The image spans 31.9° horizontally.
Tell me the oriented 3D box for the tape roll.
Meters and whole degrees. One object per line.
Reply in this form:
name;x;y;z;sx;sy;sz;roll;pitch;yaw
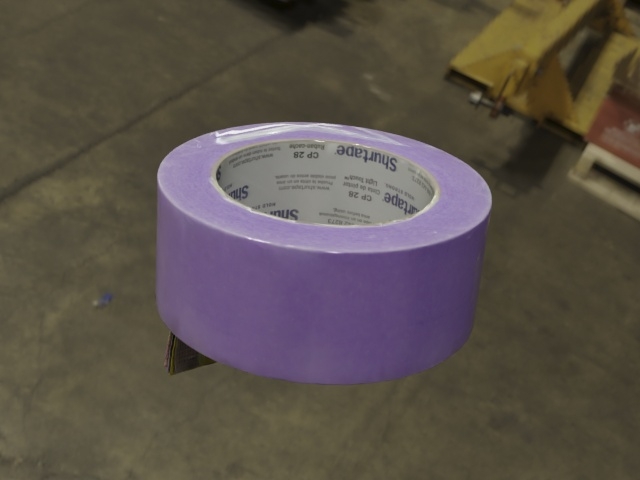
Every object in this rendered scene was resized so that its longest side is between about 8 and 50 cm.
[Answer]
tape roll;0.000;0.000;0.645;0.189;0.080;0.189;3;25;-1

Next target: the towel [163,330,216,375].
towel;-0.087;0.058;0.830;0.009;0.083;0.060;22;15;33
